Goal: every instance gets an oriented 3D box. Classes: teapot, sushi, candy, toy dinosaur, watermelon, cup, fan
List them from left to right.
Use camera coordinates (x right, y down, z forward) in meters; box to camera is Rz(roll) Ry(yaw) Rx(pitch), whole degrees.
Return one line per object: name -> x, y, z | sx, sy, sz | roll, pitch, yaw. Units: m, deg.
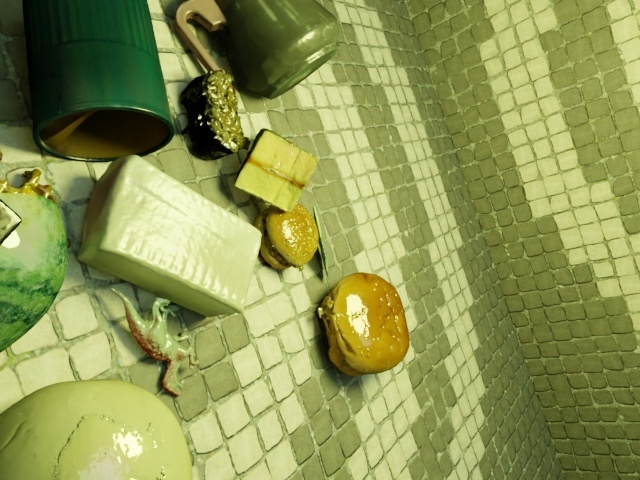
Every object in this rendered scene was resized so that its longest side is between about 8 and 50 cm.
watermelon -> -0.471, 0.040, 0.757 | 0.176, 0.260, 0.255 | 28, 55, -30
cup -> -0.402, -0.328, 0.984 | 0.308, 0.242, 0.292 | -3, 77, -48
toy dinosaur -> -0.335, 0.190, 1.013 | 0.242, 0.053, 0.167 | 46, 52, -41
candy -> -0.302, 0.008, 1.053 | 0.359, 0.145, 0.208 | 32, 55, -38
sushi -> -0.265, -0.309, 1.237 | 0.147, 0.115, 0.212 | 0, 77, -50
teapot -> -0.173, -0.574, 1.349 | 0.376, 0.305, 0.361 | -39, 100, -19
fan -> 0.000, 0.000, 1.437 | 0.131, 0.009, 0.240 | -114, -169, -61

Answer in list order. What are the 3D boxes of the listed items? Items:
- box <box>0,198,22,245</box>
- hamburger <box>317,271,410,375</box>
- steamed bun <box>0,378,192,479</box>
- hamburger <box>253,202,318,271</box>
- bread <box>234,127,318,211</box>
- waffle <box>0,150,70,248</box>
box -> -0.528, 0.072, 0.541 | 0.115, 0.415, 0.264 | 51, 44, -30
hamburger -> 0.127, 0.236, 1.459 | 0.314, 0.170, 0.289 | -2, 72, -49
steamed bun -> -0.354, 0.367, 0.774 | 0.334, 0.233, 0.311 | -1, 74, -48
hamburger -> -0.082, -0.022, 1.348 | 0.181, 0.118, 0.191 | 58, 36, -24
bread -> -0.108, -0.183, 1.355 | 0.168, 0.163, 0.264 | 28, 6, -3
waffle -> -0.554, -0.044, 0.849 | 0.232, 0.051, 0.228 | -28, 101, -50
